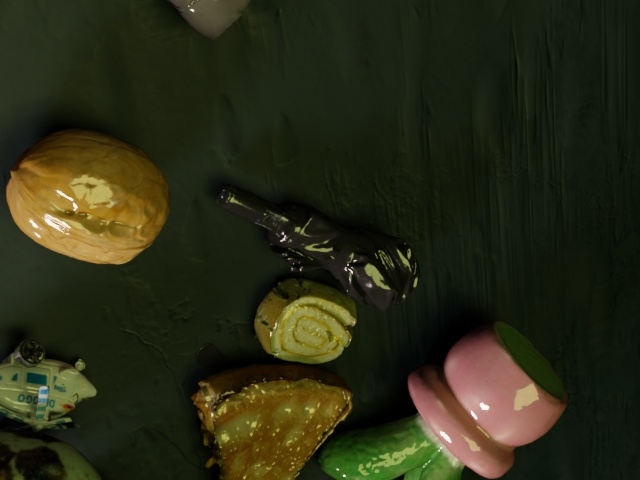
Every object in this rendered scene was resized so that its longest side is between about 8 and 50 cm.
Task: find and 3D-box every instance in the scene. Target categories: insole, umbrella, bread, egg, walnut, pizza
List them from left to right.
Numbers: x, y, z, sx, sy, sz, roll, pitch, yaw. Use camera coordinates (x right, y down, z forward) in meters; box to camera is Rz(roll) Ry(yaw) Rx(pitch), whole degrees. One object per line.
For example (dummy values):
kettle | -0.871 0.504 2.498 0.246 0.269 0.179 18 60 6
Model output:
egg | -0.370 0.318 1.571 0.231 0.169 0.169 32 92 -18
walnut | -0.277 -0.054 1.528 0.207 0.159 0.159 16 101 -37
insole | -0.132 0.191 1.818 0.045 0.002 0.135 -48 127 -6
pizza | -0.061 0.287 1.861 0.251 0.074 0.287 -18 123 -26
bread | -0.019 0.116 1.812 0.156 0.064 0.117 21 113 -38
umbrella | 0.000 0.000 1.758 0.340 0.118 0.118 28 94 -33

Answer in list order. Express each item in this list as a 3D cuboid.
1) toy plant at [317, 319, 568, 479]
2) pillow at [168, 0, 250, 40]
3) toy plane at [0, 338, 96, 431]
toy plant | 0.215 0.304 1.965 0.356 0.210 0.317 -48 130 10
pillow | -0.103 -0.430 1.507 0.326 0.101 0.228 -49 128 -2
toy plane | -0.415 0.181 1.600 0.273 0.107 0.182 7 151 -15
